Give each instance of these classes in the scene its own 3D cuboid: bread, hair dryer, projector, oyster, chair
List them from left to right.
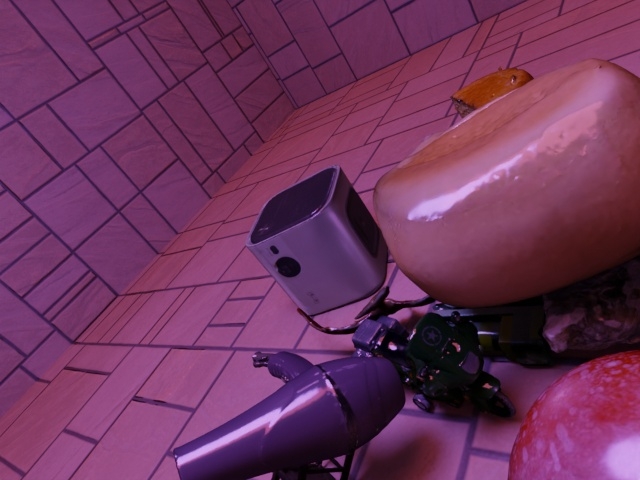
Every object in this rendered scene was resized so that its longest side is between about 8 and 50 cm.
[{"bbox_3d":[-0.071,0.241,0.703,0.300,0.121,0.361,-17,5,-18],"label":"hair dryer"},{"bbox_3d":[-0.026,0.393,0.688,0.084,0.101,0.213,12,89,58],"label":"chair"},{"bbox_3d":[0.000,0.000,1.113,0.248,0.249,0.248,-24,28,26],"label":"projector"},{"bbox_3d":[0.479,-0.335,1.158,0.178,0.194,0.340,-35,21,16],"label":"bread"},{"bbox_3d":[0.288,-0.069,0.639,0.375,0.253,0.348,-31,12,25],"label":"bread"},{"bbox_3d":[0.421,0.049,0.642,0.198,0.112,0.268,-4,39,32],"label":"oyster"}]

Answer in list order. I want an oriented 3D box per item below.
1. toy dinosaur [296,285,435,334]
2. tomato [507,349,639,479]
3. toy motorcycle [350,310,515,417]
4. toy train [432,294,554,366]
[{"bbox_3d":[0.107,0.105,0.871,0.327,0.206,0.113,-39,61,40],"label":"toy dinosaur"},{"bbox_3d":[0.277,0.230,0.347,0.227,0.271,0.270,-28,20,-27],"label":"tomato"},{"bbox_3d":[0.149,0.181,0.692,0.125,0.187,0.274,-48,27,-25],"label":"toy motorcycle"},{"bbox_3d":[0.277,0.135,0.738,0.200,0.083,0.132,-14,36,40],"label":"toy train"}]
